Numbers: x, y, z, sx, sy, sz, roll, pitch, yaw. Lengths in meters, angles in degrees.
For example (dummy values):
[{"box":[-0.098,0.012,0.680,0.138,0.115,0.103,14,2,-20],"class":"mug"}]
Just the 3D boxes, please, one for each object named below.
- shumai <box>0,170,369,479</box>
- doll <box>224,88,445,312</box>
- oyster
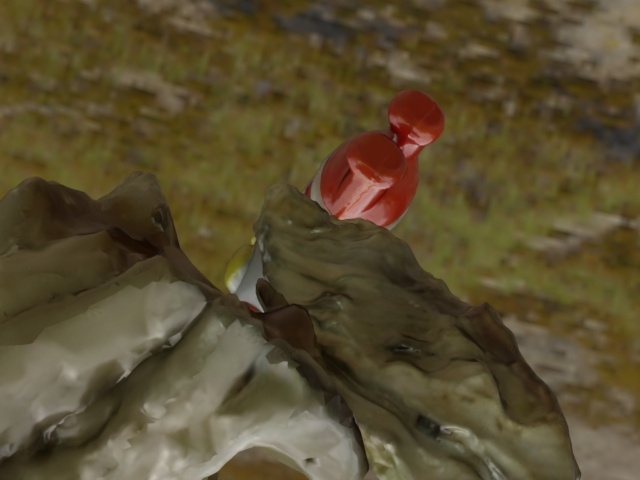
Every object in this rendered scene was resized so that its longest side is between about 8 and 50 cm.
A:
[{"box":[-0.122,0.101,0.868,0.314,0.267,0.262,1,153,-43],"class":"shumai"},{"box":[0.000,0.000,1.232,0.076,0.142,0.245,42,137,2],"class":"doll"},{"box":[0.085,0.107,0.968,0.354,0.107,0.201,50,-163,4],"class":"oyster"}]
